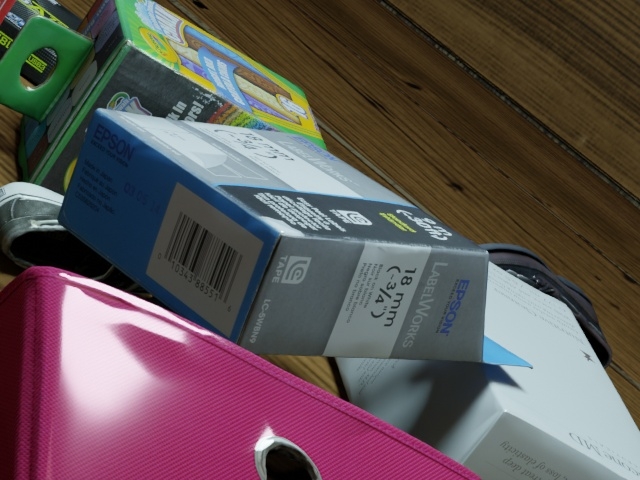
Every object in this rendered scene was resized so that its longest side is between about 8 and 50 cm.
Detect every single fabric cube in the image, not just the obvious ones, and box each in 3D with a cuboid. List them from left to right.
[{"bbox_3d":[-0.085,0.217,0.816,0.254,0.259,0.258,28,33,-26],"label":"fabric cube"}]

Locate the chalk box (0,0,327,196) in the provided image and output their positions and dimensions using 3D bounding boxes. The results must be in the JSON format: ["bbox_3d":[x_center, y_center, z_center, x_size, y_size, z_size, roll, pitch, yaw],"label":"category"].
[{"bbox_3d":[-0.166,-0.108,1.830,0.289,0.180,0.179,31,17,-21],"label":"chalk box"}]

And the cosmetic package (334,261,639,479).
[{"bbox_3d":[0.153,0.155,1.771,0.217,0.156,0.385,30,16,-24],"label":"cosmetic package"}]

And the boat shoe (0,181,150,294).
[{"bbox_3d":[-0.178,0.014,1.656,0.219,0.078,0.070,13,25,-35],"label":"boat shoe"}]

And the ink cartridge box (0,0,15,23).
[{"bbox_3d":[-0.328,-0.109,1.283,0.261,0.296,0.066,18,24,-47],"label":"ink cartridge box"}]

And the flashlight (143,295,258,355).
[{"bbox_3d":[-0.132,0.079,1.527,0.103,0.103,0.304,10,13,20],"label":"flashlight"}]

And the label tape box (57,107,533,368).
[{"bbox_3d":[0.000,0.000,1.562,0.333,0.106,0.240,5,21,-45],"label":"label tape box"}]

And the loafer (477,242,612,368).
[{"bbox_3d":[0.241,0.082,2.263,0.302,0.109,0.095,20,26,-50],"label":"loafer"}]

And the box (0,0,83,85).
[{"bbox_3d":[-0.296,-0.216,2.120,0.190,0.045,0.184,36,18,0],"label":"box"}]
